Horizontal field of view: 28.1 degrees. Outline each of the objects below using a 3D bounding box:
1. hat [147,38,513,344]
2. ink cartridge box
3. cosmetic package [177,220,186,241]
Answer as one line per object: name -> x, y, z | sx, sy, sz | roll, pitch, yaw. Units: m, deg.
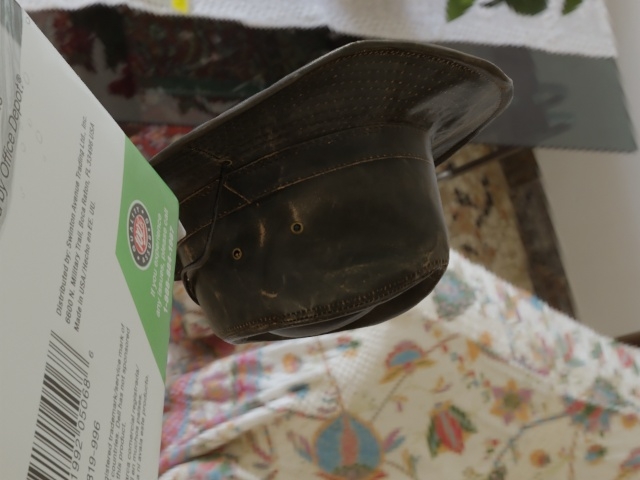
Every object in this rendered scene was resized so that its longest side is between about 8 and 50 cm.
hat -> 0.000, 0.000, 0.895 | 0.331, 0.331, 0.134 | -2, 64, -43
ink cartridge box -> -0.123, 0.002, 0.344 | 0.208, 0.087, 0.153 | 57, 29, -52
cosmetic package -> -0.191, 0.032, 0.567 | 0.238, 0.127, 0.107 | -41, 116, -18
